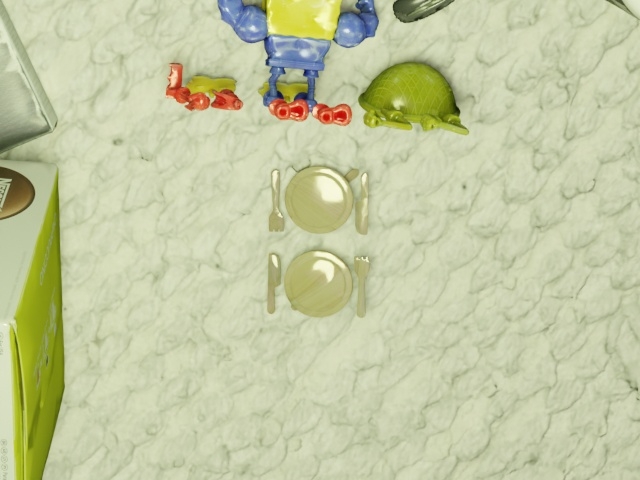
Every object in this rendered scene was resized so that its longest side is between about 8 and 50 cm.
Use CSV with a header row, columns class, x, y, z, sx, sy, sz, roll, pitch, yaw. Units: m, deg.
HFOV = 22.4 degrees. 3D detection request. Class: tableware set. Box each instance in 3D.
class,x,y,z,sx,sy,sz,roll,pitch,yaw
tableware set,0.000,0.000,2.046,0.128,0.039,0.194,3,101,6

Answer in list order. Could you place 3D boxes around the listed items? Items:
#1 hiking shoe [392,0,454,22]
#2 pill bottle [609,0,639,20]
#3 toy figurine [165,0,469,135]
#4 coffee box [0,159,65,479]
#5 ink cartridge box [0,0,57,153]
class,x,y,z,sx,sy,sz,roll,pitch,yaw
hiking shoe,0.156,-0.361,1.938,0.227,0.086,0.114,-44,94,1
pill bottle,0.404,-0.339,1.813,0.204,0.361,0.204,-2,106,-5
toy figurine,0.007,-0.254,1.898,0.363,0.191,0.217,4,101,-8
coffee box,-0.475,0.123,1.825,0.335,0.337,0.338,4,122,-2
ink cartridge box,-0.514,-0.212,1.916,0.304,0.072,0.307,-23,110,2
